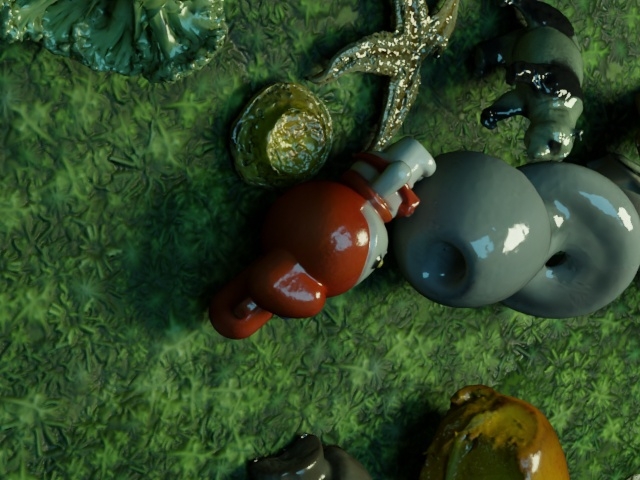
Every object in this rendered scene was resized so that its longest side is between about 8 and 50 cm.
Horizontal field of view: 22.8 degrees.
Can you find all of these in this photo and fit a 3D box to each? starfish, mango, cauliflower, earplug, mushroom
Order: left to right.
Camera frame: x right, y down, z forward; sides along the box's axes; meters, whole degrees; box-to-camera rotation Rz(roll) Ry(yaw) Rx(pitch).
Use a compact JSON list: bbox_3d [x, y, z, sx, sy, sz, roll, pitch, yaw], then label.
[{"bbox_3d":[-0.184,-0.284,1.454,0.275,0.250,0.272,3,100,-40],"label":"cauliflower"},{"bbox_3d":[-0.007,0.312,1.803,0.188,0.117,0.141,-26,126,-33],"label":"mushroom"},{"bbox_3d":[0.077,-0.215,1.777,0.138,0.050,0.247,34,77,-34],"label":"starfish"},{"bbox_3d":[0.206,0.356,1.912,0.199,0.201,0.350,-4,113,-5],"label":"mango"},{"bbox_3d":[0.226,0.005,1.836,0.325,0.175,0.214,10,132,-33],"label":"earplug"}]

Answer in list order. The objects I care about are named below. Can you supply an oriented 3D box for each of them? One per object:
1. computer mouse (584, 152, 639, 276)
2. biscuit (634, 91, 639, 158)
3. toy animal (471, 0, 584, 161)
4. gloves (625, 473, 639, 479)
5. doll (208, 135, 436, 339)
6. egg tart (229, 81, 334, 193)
[{"bbox_3d":[0.465,0.013,2.024,0.389,0.199,0.115,30,106,-29],"label":"computer mouse"},{"bbox_3d":[0.435,-0.128,1.981,0.138,0.031,0.205,64,31,-9],"label":"biscuit"},{"bbox_3d":[0.249,-0.184,1.832,0.121,0.225,0.094,17,134,-19],"label":"toy animal"},{"bbox_3d":[0.419,0.350,2.146,0.081,0.037,0.044,-45,148,-31],"label":"gloves"},{"bbox_3d":[0.000,0.000,1.700,0.290,0.161,0.130,-43,97,-15],"label":"doll"},{"bbox_3d":[-0.036,-0.106,1.718,0.130,0.052,0.130,-10,108,-32],"label":"egg tart"}]
